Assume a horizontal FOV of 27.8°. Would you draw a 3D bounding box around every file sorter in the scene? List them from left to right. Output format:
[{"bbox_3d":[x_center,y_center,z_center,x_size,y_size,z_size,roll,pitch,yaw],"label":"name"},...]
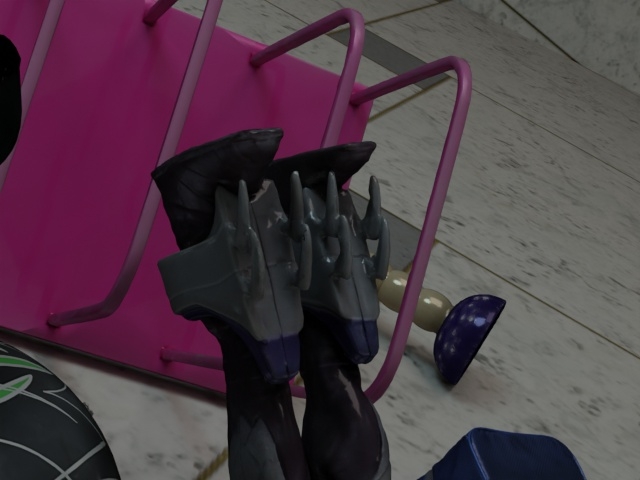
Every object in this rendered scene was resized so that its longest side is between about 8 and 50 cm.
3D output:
[{"bbox_3d":[-0.095,-0.045,0.656,0.290,0.202,0.182,19,-10,-20],"label":"file sorter"}]

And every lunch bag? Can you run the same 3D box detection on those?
[{"bbox_3d":[0.098,0.150,0.717,0.098,0.065,0.067,14,40,-34],"label":"lunch bag"}]

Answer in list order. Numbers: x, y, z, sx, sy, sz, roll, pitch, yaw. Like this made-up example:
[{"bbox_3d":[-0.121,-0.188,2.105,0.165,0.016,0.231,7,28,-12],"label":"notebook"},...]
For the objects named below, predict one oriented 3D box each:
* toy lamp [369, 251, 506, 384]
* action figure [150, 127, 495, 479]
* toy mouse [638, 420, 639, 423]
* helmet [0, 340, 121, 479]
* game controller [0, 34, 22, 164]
[{"bbox_3d":[0.000,0.000,0.934,0.274,0.080,0.080,32,21,9],"label":"toy lamp"},{"bbox_3d":[-0.001,0.105,0.504,0.099,0.285,0.185,-15,-7,43],"label":"action figure"},{"bbox_3d":[0.305,0.124,0.940,0.161,0.143,0.031,12,24,36],"label":"toy mouse"},{"bbox_3d":[-0.144,0.104,0.394,0.169,0.162,0.169,24,21,-10],"label":"helmet"},{"bbox_3d":[-0.228,-0.008,0.433,0.319,0.067,0.166,-4,34,47],"label":"game controller"}]
